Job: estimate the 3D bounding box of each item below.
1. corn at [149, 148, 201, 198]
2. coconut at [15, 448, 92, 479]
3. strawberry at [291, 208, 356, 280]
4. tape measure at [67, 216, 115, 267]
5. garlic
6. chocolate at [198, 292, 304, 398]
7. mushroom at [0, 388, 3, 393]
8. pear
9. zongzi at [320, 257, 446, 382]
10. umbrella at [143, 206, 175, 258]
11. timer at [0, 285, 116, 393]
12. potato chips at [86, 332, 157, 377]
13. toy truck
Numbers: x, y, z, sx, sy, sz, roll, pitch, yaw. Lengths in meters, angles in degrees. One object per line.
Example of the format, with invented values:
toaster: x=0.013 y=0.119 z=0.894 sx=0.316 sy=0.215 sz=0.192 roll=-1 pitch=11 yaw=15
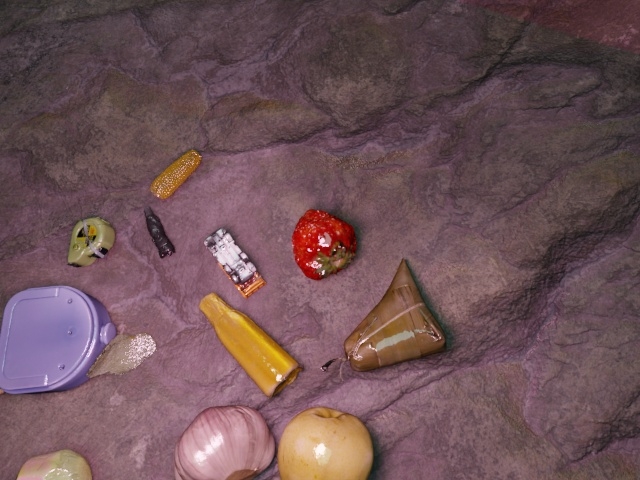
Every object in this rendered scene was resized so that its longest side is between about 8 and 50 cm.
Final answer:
corn: x=-0.610 y=-0.280 z=1.865 sx=0.091 sy=0.091 sz=0.260 roll=35 pitch=72 yaw=10
coconut: x=-0.862 y=0.785 z=1.399 sx=0.236 sy=0.235 sz=0.204 roll=-19 pitch=35 yaw=-7
strawberry: x=0.000 y=0.000 z=1.676 sx=0.257 sy=0.257 sz=0.277 roll=-32 pitch=58 yaw=-11
tape measure: x=-0.907 y=-0.003 z=1.755 sx=0.175 sy=0.106 sz=0.199 roll=-10 pitch=67 yaw=12
garlic: x=-0.311 y=0.657 z=1.400 sx=0.317 sy=0.317 sz=0.259 roll=-34 pitch=61 yaw=-12
chocolate: x=-0.264 y=0.356 z=1.592 sx=0.162 sy=0.162 sz=0.445 roll=-43 pitch=70 yaw=-14
mushroom: x=-1.258 y=0.475 z=1.550 sx=0.302 sy=0.208 sz=0.233 roll=-20 pitch=29 yaw=4
pear: x=0.012 y=0.679 z=1.375 sx=0.309 sy=0.309 sz=0.309 roll=0 pitch=69 yaw=1
zongzi: x=0.188 y=0.291 z=1.606 sx=0.447 sy=0.181 sz=0.418 roll=-16 pitch=54 yaw=-2
umbrella: x=-0.661 y=-0.037 z=1.790 sx=0.066 sy=0.059 sz=0.235 roll=-19 pitch=66 yaw=-29
timer: x=-0.926 y=0.352 z=1.578 sx=0.395 sy=0.173 sz=0.394 roll=-1 pitch=68 yaw=2
potato chips: x=-0.711 y=0.415 z=1.583 sx=0.059 sy=0.228 sz=0.167 roll=20 pitch=101 yaw=42
toy truck: x=-0.331 y=0.085 z=1.701 sx=0.114 sy=0.135 sz=0.270 roll=-37 pitch=77 yaw=-15
